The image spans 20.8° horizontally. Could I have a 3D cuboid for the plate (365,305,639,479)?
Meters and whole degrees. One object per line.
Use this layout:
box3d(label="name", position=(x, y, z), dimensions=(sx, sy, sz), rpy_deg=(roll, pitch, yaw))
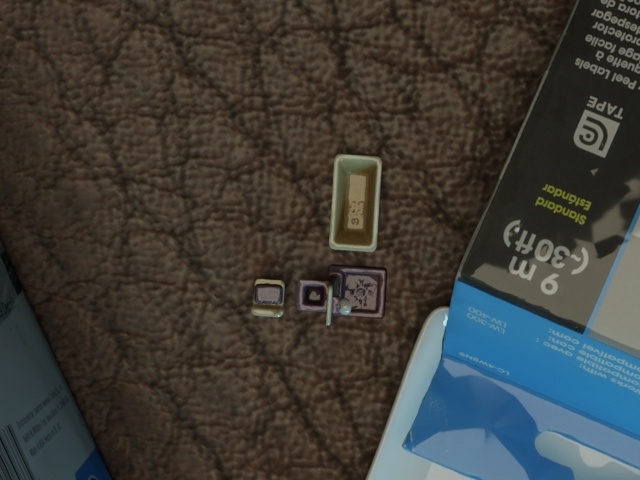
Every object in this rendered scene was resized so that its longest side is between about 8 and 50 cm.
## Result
box3d(label="plate", position=(0.156, 0.217, 1.180), dimensions=(0.277, 0.045, 0.278), rpy_deg=(22, 93, 10))

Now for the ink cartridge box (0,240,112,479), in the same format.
box3d(label="ink cartridge box", position=(-0.283, 0.089, 1.093), dimensions=(0.166, 0.285, 0.395), rpy_deg=(-23, 94, 7))

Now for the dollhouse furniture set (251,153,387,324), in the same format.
box3d(label="dollhouse furniture set", position=(0.000, 0.000, 1.165), dimensions=(0.091, 0.081, 0.114), rpy_deg=(4, 97, 3))

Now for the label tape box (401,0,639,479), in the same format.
box3d(label="label tape box", position=(0.225, 0.022, 1.098), dimensions=(0.249, 0.115, 0.348), rpy_deg=(24, 87, 10))
